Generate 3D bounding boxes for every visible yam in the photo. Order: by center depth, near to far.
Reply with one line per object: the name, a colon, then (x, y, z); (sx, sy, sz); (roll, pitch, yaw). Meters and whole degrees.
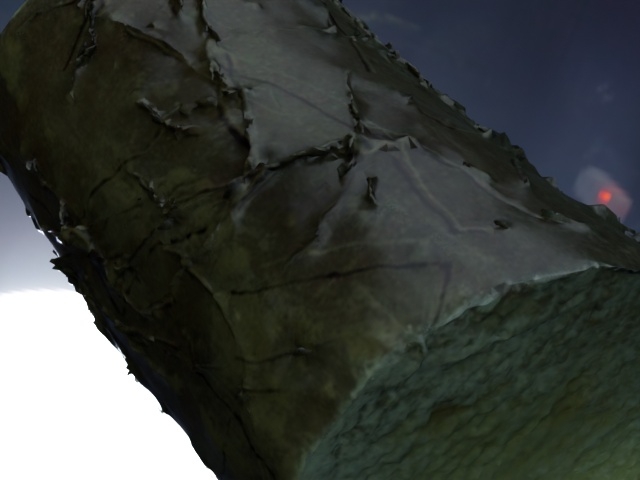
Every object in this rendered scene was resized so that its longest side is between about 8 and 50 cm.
yam: (0.000, 0.000, 0.746); (0.241, 0.241, 0.348); (-9, -135, -46)
